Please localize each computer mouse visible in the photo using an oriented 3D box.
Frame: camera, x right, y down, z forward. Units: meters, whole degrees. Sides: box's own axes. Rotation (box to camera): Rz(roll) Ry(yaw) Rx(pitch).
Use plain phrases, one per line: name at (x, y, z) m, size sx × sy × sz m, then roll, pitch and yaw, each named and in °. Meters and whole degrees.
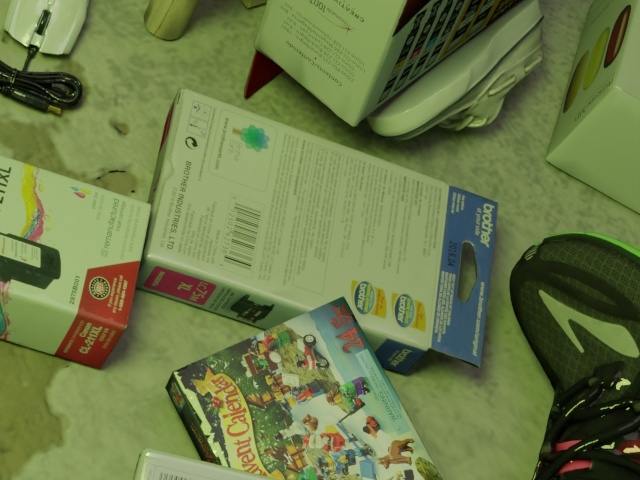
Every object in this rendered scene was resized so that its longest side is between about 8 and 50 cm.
computer mouse at (-0.247, -0.201, 1.506) m, size 0.106 × 0.042 × 0.193 m, roll 19°, pitch 52°, yaw -13°

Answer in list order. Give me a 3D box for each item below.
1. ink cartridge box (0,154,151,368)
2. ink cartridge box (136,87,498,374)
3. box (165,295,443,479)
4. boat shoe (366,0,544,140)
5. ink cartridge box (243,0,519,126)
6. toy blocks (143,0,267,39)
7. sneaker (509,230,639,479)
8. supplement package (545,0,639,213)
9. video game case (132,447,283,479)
ink cartridge box at (-0.236, 0.011, 1.350) m, size 0.175 × 0.072 × 0.127 m, roll 18°, pitch 53°, yaw -16°
ink cartridge box at (0.000, 0.000, 1.483) m, size 0.311 × 0.065 × 0.186 m, roll 17°, pitch 54°, yaw -12°
box at (0.000, 0.179, 1.339) m, size 0.159 × 0.044 × 0.233 m, roll -23°, pitch 76°, yaw -22°
boat shoe at (0.138, -0.151, 1.638) m, size 0.267 × 0.096 × 0.088 m, roll -45°, pitch 125°, yaw -46°
ink cartridge box at (0.093, -0.251, 1.552) m, size 0.130 × 0.272 × 0.309 m, roll 39°, pitch 50°, yaw 15°
toy blocks at (-0.067, -0.398, 1.585) m, size 0.309 × 0.260 × 0.288 m, roll -23°, pitch 70°, yaw -36°
sneaker at (0.258, 0.199, 1.402) m, size 0.202 × 0.185 × 0.483 m, roll 0°, pitch 58°, yaw -31°
supplement package at (0.339, -0.168, 1.714) m, size 0.134 × 0.139 × 0.244 m, roll 29°, pitch 50°, yaw -9°
video game case at (-0.046, 0.278, 1.250) m, size 0.227 × 0.026 × 0.206 m, roll 15°, pitch 67°, yaw -8°
